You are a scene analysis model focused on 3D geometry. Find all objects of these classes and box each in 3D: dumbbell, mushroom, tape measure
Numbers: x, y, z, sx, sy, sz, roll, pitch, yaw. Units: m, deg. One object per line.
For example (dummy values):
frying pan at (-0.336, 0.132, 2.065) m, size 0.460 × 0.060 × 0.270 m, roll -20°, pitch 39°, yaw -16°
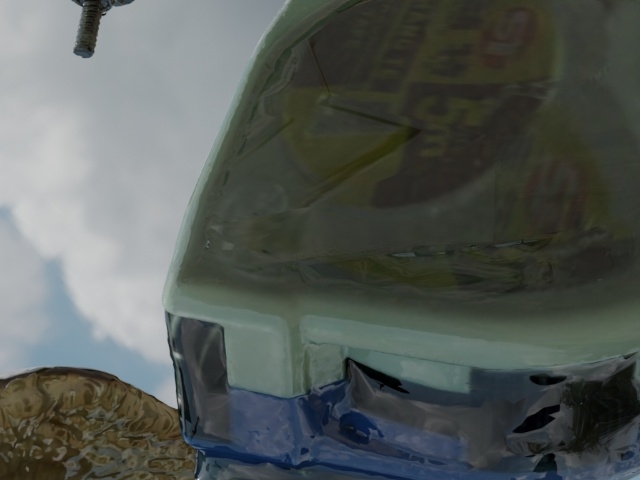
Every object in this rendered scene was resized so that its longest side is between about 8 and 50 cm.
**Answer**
dumbbell at (-0.191, -0.285, 1.803) m, size 0.081 × 0.081 × 0.254 m, roll 27°, pitch -114°, yaw -49°
mushroom at (-0.159, 0.193, 1.055) m, size 0.208 × 0.233 × 0.302 m, roll 34°, pitch -159°, yaw -9°
tape measure at (0.073, -0.012, 0.882) m, size 0.138 × 0.262 × 0.259 m, roll 77°, pitch -158°, yaw -43°
